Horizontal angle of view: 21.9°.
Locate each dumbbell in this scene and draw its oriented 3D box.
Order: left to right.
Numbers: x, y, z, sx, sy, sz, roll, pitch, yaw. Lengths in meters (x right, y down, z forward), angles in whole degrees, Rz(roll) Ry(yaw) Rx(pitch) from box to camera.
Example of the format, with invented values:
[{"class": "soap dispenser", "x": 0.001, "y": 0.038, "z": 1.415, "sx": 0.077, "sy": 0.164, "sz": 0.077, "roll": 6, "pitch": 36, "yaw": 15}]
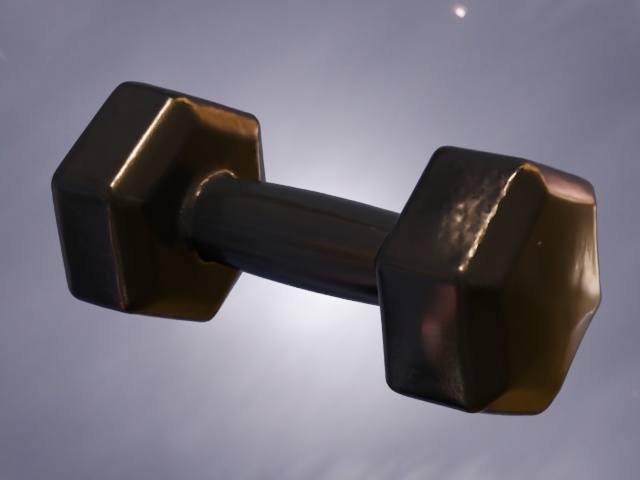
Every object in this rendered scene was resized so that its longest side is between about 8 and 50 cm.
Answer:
[{"class": "dumbbell", "x": 0.000, "y": 0.001, "z": 0.958, "sx": 0.156, "sy": 0.316, "sz": 0.144, "roll": -59, "pitch": -38, "yaw": -23}]
